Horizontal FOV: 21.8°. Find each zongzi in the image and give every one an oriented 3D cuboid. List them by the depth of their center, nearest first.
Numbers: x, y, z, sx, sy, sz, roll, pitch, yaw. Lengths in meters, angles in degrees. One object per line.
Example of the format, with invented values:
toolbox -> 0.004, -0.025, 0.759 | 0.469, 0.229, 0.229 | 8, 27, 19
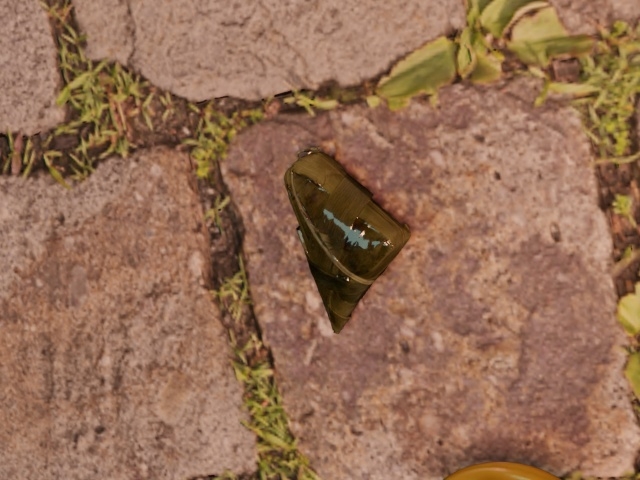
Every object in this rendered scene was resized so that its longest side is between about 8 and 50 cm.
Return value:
zongzi -> 0.000, 0.000, 1.259 | 0.109, 0.055, 0.119 | 45, 131, 13

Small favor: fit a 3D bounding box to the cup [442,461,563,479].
cup -> 0.153, 0.307, 1.169 | 0.256, 0.178, 0.255 | 5, 133, 25
